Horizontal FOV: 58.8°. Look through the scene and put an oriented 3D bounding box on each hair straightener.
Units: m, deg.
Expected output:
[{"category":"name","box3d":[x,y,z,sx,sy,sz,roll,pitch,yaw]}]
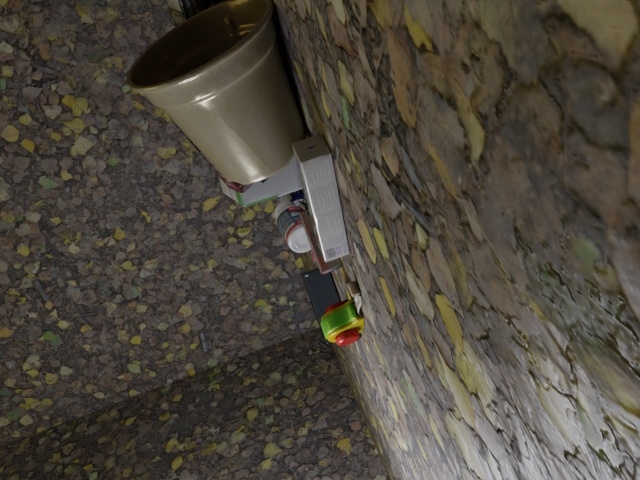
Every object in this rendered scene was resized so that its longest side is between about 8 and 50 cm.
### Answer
[{"category":"hair straightener","box3d":[-0.040,-0.043,1.956,0.089,0.047,0.231,-123,14,-68]}]

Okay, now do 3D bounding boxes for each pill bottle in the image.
[{"category":"pill bottle","box3d":[-0.084,-0.051,1.846,0.180,0.107,0.108,53,164,48]}]

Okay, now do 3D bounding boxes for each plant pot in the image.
[{"category":"plant pot","box3d":[-0.186,-0.304,1.234,0.305,0.333,0.334,59,-177,-39]}]

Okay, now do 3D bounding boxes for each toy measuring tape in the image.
[{"category":"toy measuring tape","box3d":[0.054,0.203,1.514,0.330,0.121,0.121,80,169,-63]}]

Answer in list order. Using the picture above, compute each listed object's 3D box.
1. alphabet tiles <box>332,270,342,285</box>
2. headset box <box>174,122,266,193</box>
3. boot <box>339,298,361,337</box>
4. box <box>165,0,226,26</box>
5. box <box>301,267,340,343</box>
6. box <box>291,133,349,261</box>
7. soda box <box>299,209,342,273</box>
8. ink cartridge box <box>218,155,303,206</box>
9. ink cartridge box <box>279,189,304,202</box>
[{"category":"alphabet tiles","box3d":[0.019,0.021,1.798,0.198,0.009,0.237,-130,21,-76]},{"category":"headset box","box3d":[-0.209,-0.280,1.453,0.293,0.218,0.110,53,167,-29]},{"category":"boot","box3d":[0.088,0.246,1.746,0.106,0.037,0.114,99,150,-52]},{"category":"box","box3d":[-0.272,-0.586,1.432,0.060,0.216,0.270,29,159,20]},{"category":"box","box3d":[0.018,0.228,2.076,0.184,0.103,0.261,119,132,-88]},{"category":"box","box3d":[0.006,-0.078,1.203,0.324,0.067,0.063,75,173,-51]},{"category":"soda box","box3d":[0.000,0.000,1.589,0.058,0.062,0.183,106,143,-81]},{"category":"ink cartridge box","box3d":[-0.186,-0.204,1.714,0.278,0.201,0.117,-149,42,-65]},{"category":"ink cartridge box","box3d":[-0.144,-0.282,2.038,0.330,0.071,0.324,157,93,-80]}]
